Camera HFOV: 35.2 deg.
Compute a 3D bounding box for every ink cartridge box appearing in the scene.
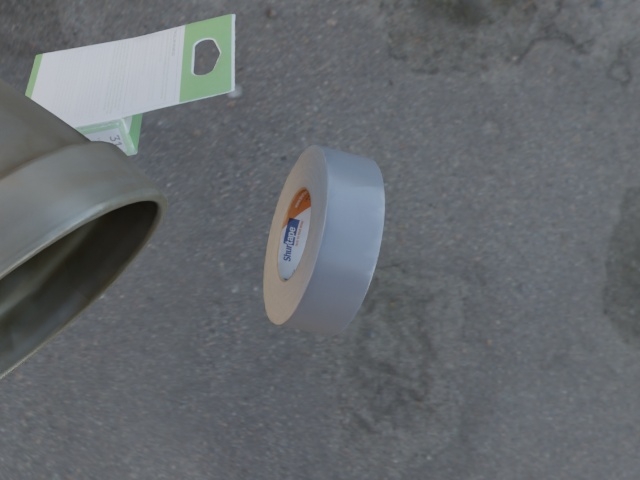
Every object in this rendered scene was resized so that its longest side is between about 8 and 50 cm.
[{"bbox_3d":[-0.201,-0.161,1.087,0.235,0.171,0.056,-10,131,4],"label":"ink cartridge box"}]

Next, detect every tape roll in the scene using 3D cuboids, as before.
[{"bbox_3d":[0.000,0.000,1.199,0.072,0.219,0.219,12,79,-18],"label":"tape roll"}]

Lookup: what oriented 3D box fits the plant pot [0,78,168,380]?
[{"bbox_3d":[-0.339,-0.030,0.831,0.323,0.323,0.280,-41,86,-22],"label":"plant pot"}]
